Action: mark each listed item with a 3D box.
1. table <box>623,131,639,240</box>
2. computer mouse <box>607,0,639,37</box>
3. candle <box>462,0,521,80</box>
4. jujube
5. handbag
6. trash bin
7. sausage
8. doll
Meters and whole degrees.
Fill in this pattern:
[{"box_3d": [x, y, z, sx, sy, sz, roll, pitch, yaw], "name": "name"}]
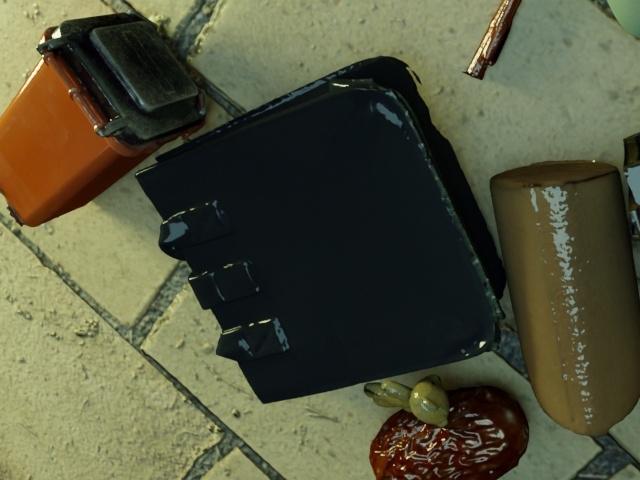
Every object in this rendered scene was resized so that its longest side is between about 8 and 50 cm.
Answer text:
[{"box_3d": [0.366, -0.016, 0.752, 0.172, 0.169, 0.193, -21, 97, 23], "name": "table"}, {"box_3d": [0.292, -0.304, 0.711, 0.159, 0.097, 0.288, -13, 112, 24], "name": "computer mouse"}, {"box_3d": [0.187, -0.234, 0.836, 0.026, 0.021, 0.167, 37, 116, 29], "name": "candle"}, {"box_3d": [0.141, 0.223, 0.938, 0.176, 0.109, 0.112, -31, 129, 16], "name": "jujube"}, {"box_3d": [0.000, 0.000, 0.902, 0.329, 0.122, 0.303, -20, 107, 25], "name": "handbag"}, {"box_3d": [-0.268, -0.124, 0.948, 0.239, 0.184, 0.161, -36, 91, 30], "name": "trash bin"}, {"box_3d": [0.245, 0.052, 0.839, 0.123, 0.123, 0.253, -7, 102, 21], "name": "sausage"}, {"box_3d": [0.089, 0.168, 0.895, 0.093, 0.051, 0.061, -16, 139, 28], "name": "doll"}]
